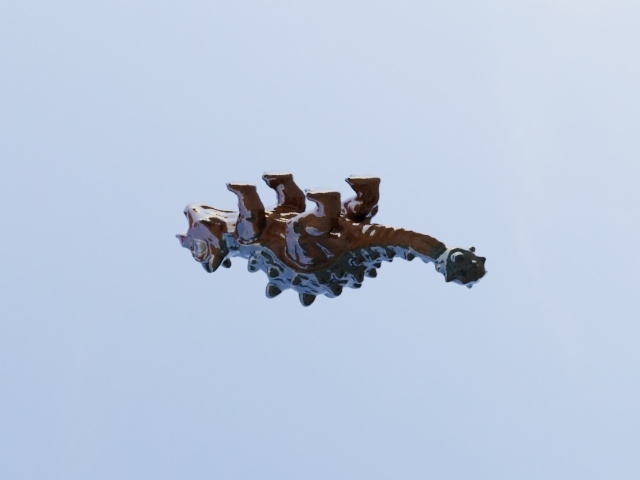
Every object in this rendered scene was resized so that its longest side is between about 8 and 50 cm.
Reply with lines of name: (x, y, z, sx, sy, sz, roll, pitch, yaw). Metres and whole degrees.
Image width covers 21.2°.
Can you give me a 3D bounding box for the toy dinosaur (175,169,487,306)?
toy dinosaur: (0.000, 0.000, 0.718, 0.049, 0.154, 0.055, -14, -71, -55)
